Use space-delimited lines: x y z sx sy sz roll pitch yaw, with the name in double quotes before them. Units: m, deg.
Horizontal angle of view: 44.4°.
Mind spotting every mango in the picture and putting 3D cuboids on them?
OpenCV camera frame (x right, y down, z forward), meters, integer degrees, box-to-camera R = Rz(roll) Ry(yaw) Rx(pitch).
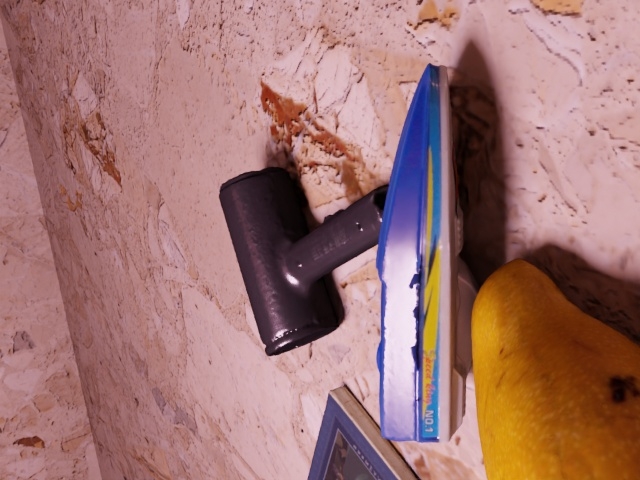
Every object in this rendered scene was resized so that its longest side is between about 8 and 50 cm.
"mango" 0.167 0.135 0.496 0.294 0.120 0.177 -86 -5 -56

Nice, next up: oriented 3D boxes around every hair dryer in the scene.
"hair dryer" 0.000 0.000 0.807 0.251 0.089 0.197 -26 78 50

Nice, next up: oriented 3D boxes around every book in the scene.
"book" 0.047 0.324 0.916 0.191 0.025 0.269 49 141 36

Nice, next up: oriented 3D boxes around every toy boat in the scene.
"toy boat" 0.088 0.008 0.628 0.129 0.088 0.295 -75 -15 -72
